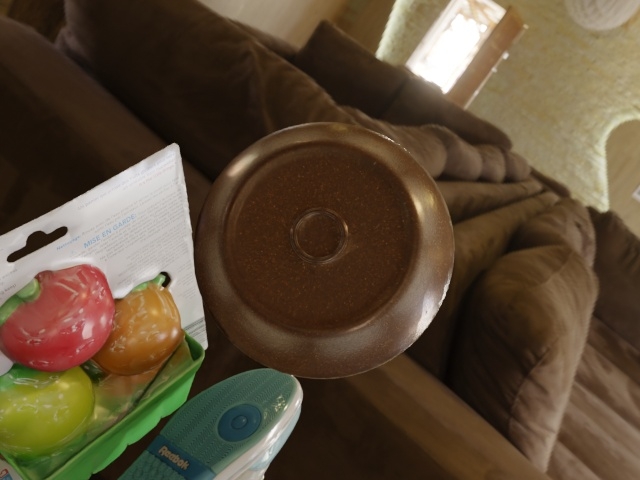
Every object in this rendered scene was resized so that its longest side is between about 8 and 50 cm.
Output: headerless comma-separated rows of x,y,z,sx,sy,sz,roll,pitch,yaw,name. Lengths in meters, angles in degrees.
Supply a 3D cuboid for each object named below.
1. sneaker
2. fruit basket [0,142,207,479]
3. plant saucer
-0.122,0.310,0.803,0.127,0.319,0.208,24,-33,46,sneaker
-0.268,0.099,0.743,0.165,0.353,0.327,30,52,31,fruit basket
0.000,0.000,0.508,0.198,0.199,0.036,39,-7,12,plant saucer
